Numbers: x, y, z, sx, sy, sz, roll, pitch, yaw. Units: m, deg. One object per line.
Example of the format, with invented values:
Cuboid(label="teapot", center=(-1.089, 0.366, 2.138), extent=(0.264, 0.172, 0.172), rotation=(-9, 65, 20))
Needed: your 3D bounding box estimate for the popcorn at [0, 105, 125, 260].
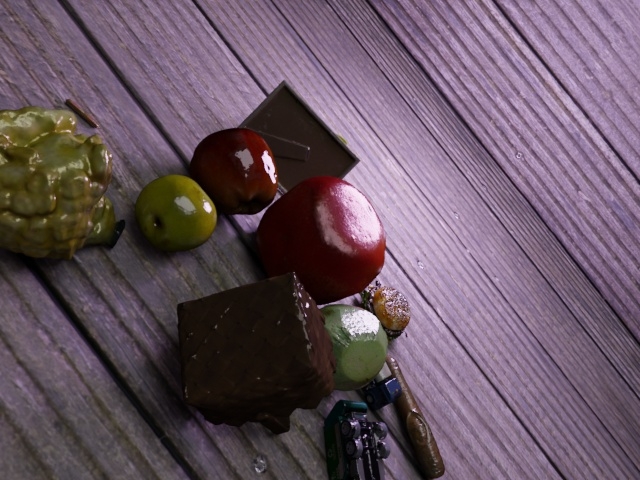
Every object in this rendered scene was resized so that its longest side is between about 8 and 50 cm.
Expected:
Cuboid(label="popcorn", center=(-0.500, -0.107, 0.902), extent=(0.236, 0.293, 0.293), rotation=(23, 43, -5))

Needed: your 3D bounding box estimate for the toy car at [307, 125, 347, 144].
Cuboid(label="toy car", center=(-0.044, -0.337, 1.653), extent=(0.235, 0.145, 0.235), rotation=(28, 24, -14))

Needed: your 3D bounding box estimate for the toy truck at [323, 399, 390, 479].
Cuboid(label="toy truck", center=(0.082, 0.487, 1.099), extent=(0.114, 0.124, 0.254), rotation=(19, 50, -34))

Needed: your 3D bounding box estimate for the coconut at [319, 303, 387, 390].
Cuboid(label="coconut", center=(0.045, 0.250, 1.189), extent=(0.205, 0.235, 0.236), rotation=(55, 34, -25))

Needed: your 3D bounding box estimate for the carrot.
Cuboid(label="carrot", center=(0.241, 0.460, 1.328), extent=(0.070, 0.070, 0.343), rotation=(1, 58, -44))

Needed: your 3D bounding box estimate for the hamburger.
Cuboid(label="hamburger", center=(0.194, 0.202, 1.464), extent=(0.189, 0.093, 0.164), rotation=(35, 41, -17))

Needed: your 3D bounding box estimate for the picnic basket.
Cuboid(label="picnic basket", center=(-0.117, 0.237, 1.001), extent=(0.321, 0.290, 0.254), rotation=(74, 2, -58))

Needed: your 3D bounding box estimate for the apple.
Cuboid(label="apple", center=(-0.220, -0.175, 1.265), extent=(0.233, 0.234, 0.234), rotation=(26, 44, -28))

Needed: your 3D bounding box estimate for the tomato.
Cuboid(label="tomato", center=(0.000, 0.000, 1.290), extent=(0.289, 0.292, 0.326), rotation=(12, 60, -54))

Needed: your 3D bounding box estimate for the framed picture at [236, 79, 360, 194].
Cuboid(label="framed picture", center=(-0.076, -0.277, 1.500), extent=(0.335, 0.247, 0.022), rotation=(44, -3, -8))

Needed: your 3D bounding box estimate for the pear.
Cuboid(label="pear", center=(-0.318, -0.063, 1.132), extent=(0.180, 0.166, 0.216), rotation=(37, 16, 3))

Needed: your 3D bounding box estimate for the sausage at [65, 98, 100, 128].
Cuboid(label="sausage", center=(-0.566, -0.302, 1.176), extent=(0.100, 0.015, 0.015), rotation=(43, 39, -10))

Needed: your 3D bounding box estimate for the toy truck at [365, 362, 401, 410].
Cuboid(label="toy truck", center=(0.138, 0.335, 1.304), extent=(0.074, 0.088, 0.202), rotation=(-8, 67, -49))
